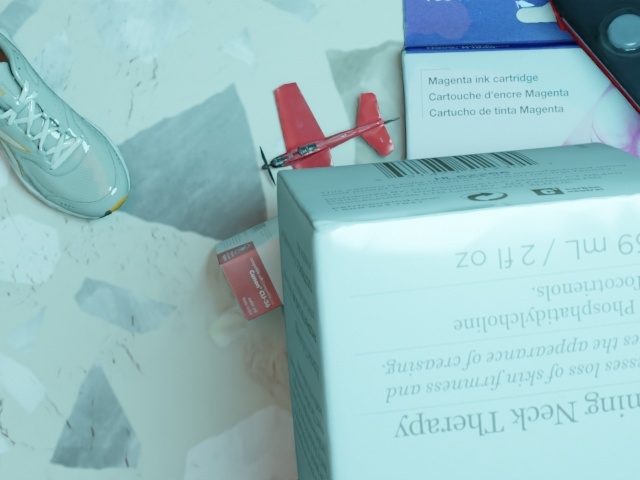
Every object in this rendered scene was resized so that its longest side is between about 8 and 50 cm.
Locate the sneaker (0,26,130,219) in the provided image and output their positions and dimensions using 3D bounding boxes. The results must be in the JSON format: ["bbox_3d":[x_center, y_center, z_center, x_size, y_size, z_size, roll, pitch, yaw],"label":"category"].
[{"bbox_3d":[-0.299,-0.125,1.770,0.262,0.121,0.099,44,87,6],"label":"sneaker"}]

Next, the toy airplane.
[{"bbox_3d":[0.011,-0.098,1.804,0.151,0.028,0.151,0,85,1],"label":"toy airplane"}]

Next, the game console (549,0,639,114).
[{"bbox_3d":[0.452,-0.236,1.716,0.386,0.060,0.342,-31,57,-8],"label":"game console"}]

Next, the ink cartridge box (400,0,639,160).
[{"bbox_3d":[0.246,-0.117,1.781,0.324,0.071,0.330,-3,84,2],"label":"ink cartridge box"}]

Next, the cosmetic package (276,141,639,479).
[{"bbox_3d":[0.147,0.135,1.560,0.329,0.327,0.394,-6,101,-6],"label":"cosmetic package"}]

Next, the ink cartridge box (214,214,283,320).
[{"bbox_3d":[0.000,0.000,1.743,0.198,0.115,0.067,-26,101,-1],"label":"ink cartridge box"}]
